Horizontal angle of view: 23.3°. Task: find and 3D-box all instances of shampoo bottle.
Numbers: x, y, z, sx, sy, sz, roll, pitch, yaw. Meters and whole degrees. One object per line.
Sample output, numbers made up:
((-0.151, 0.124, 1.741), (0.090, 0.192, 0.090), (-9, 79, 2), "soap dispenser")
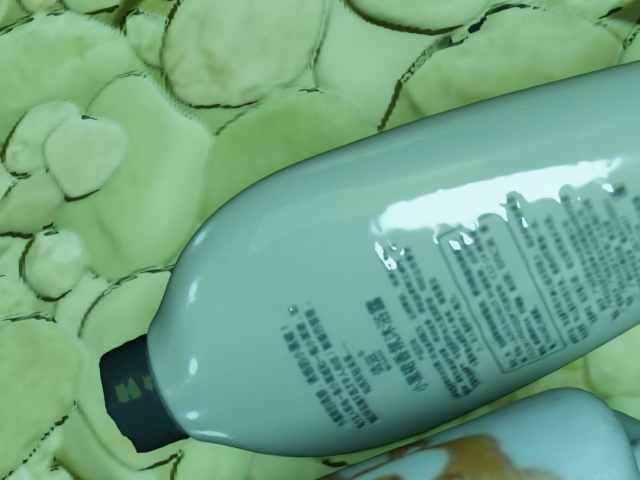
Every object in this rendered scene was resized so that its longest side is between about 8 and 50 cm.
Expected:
((0.036, 0.015, 0.577), (0.256, 0.127, 0.078), (-23, 36, 7), "shampoo bottle")

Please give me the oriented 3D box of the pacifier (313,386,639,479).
((0.056, 0.163, 0.513), (0.278, 0.227, 0.207), (-21, 99, -2), "pacifier")
